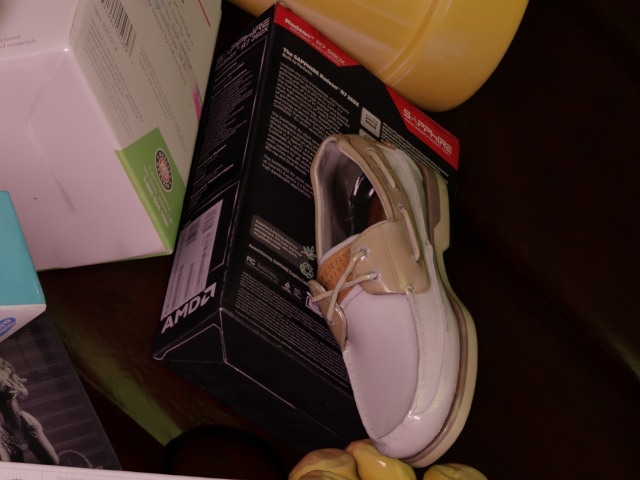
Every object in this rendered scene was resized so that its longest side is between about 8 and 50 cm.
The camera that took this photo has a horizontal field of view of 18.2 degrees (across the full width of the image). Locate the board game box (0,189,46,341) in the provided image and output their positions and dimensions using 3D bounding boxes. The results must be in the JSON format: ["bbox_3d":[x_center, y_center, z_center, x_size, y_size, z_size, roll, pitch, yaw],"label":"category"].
[{"bbox_3d":[-0.354,0.063,1.049,0.336,0.254,0.079,-1,63,-50],"label":"board game box"}]

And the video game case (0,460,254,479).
[{"bbox_3d":[-0.156,0.233,1.143,0.232,0.042,0.210,4,74,-2],"label":"video game case"}]

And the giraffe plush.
[{"bbox_3d":[0.062,0.264,1.471,0.210,0.170,0.181,22,16,30],"label":"giraffe plush"}]

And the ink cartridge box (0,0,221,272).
[{"bbox_3d":[-0.173,-0.174,1.512,0.353,0.119,0.207,-82,157,-45],"label":"ink cartridge box"}]

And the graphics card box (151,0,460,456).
[{"bbox_3d":[0.000,0.000,1.660,0.233,0.094,0.371,36,38,-26],"label":"graphics card box"}]

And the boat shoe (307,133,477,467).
[{"bbox_3d":[0.041,0.040,1.511,0.103,0.113,0.302,30,32,-29],"label":"boat shoe"}]

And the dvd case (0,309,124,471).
[{"bbox_3d":[-0.213,0.137,1.360,0.164,0.018,0.221,-13,73,-52],"label":"dvd case"}]

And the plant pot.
[{"bbox_3d":[0.037,-0.267,1.812,0.239,0.254,0.254,16,49,-23],"label":"plant pot"}]
